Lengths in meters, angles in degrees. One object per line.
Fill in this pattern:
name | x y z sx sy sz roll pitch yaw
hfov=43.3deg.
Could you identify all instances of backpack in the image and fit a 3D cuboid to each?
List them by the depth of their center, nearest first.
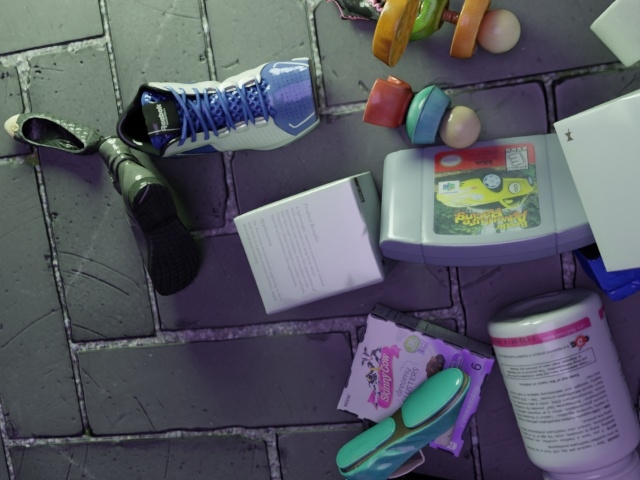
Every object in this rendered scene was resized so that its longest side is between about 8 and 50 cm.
backpack | 0.425 0.017 1.112 0.120 0.098 0.101 -30 111 7

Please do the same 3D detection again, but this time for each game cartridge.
game cartridge | 0.229 -0.054 1.107 0.294 0.060 0.196 -5 53 14

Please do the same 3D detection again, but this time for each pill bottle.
pill bottle | 0.348 0.223 1.125 0.160 0.160 0.283 -17 93 15

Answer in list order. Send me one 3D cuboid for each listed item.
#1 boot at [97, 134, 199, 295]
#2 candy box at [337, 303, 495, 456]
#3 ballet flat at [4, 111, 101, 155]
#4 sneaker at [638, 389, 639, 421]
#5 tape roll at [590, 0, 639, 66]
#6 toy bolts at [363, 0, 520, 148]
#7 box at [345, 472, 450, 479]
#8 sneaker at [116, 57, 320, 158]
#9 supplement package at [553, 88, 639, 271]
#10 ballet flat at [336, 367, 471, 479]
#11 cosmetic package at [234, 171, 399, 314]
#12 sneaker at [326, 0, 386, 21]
boot | -0.272 -0.042 1.271 0.083 0.161 0.246 -26 137 -19
candy box | 0.144 0.209 1.218 0.196 0.070 0.164 19 103 10
ballet flat | -0.440 -0.176 1.314 0.173 0.049 0.057 11 100 12
sneaker | 0.513 0.185 1.103 0.110 0.118 0.292 10 102 10
tape roll | 0.476 -0.353 0.892 0.392 0.392 0.072 -42 87 16
toy bolts | 0.162 -0.229 1.089 0.158 0.218 0.228 22 116 12
box | 0.181 0.539 1.203 0.343 0.179 0.312 8 99 13
sneaker | -0.164 -0.178 1.179 0.316 0.182 0.127 -10 97 15
supplement package | 0.464 -0.107 0.964 0.199 0.263 0.198 -16 95 57
ballet flat | 0.136 0.277 1.163 0.247 0.083 0.087 -41 113 17
cosmetic package | 0.000 0.000 1.181 0.184 0.151 0.151 -17 94 16
sneaker | 0.056 -0.341 1.177 0.119 0.047 0.057 39 120 9
